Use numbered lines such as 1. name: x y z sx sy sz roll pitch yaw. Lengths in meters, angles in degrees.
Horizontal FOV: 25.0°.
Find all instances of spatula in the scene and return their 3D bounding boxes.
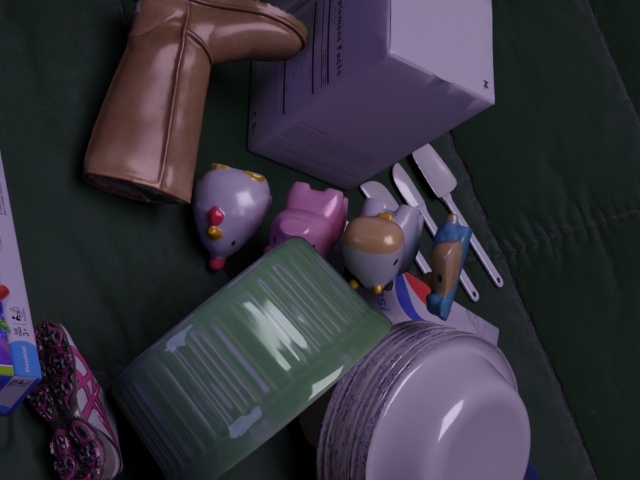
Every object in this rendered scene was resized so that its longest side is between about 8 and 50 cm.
1. spatula: 0.169 -0.010 2.042 0.168 0.019 0.242 -36 95 -45

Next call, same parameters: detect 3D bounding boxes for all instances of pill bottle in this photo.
1. pill bottle: 0.053 0.205 1.789 0.152 0.086 0.086 -12 78 -43

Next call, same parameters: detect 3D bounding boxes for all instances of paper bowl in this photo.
1. paper bowl: 0.140 0.246 1.721 0.284 0.148 0.284 -13 110 -41

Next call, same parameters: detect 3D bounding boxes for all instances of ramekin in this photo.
1. ramekin: -0.083 0.130 1.570 0.148 0.303 0.303 51 46 1

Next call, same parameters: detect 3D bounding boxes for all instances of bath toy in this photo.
1. bath toy: 0.000 0.000 1.719 0.151 0.348 0.129 29 75 -71

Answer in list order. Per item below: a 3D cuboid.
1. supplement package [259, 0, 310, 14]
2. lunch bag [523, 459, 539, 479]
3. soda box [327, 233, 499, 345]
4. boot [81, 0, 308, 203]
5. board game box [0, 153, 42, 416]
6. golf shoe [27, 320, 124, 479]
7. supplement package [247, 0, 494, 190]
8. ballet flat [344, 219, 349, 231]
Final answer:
1. supplement package: 0.047 -0.395 1.997 0.198 0.199 0.263 21 57 -32
2. lunch bag: 0.240 0.307 1.916 0.098 0.065 0.067 62 30 3
3. soda box: 0.095 0.103 1.869 0.286 0.098 0.091 31 52 -25
4. boot: -0.149 -0.167 1.752 0.236 0.089 0.269 13 70 -11
5. board game box: -0.423 -0.001 1.430 0.233 0.078 0.347 10 49 -38
6. golf shoe: -0.266 0.176 1.555 0.086 0.067 0.186 9 60 -68
7. supplement package: 0.062 -0.217 1.859 0.177 0.293 0.175 21 57 -33
8. ballet flat: 0.042 0.006 1.910 0.041 0.041 0.114 -20 83 -44
